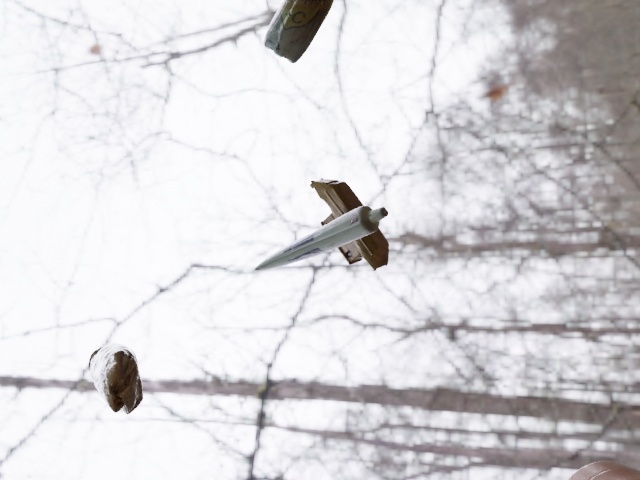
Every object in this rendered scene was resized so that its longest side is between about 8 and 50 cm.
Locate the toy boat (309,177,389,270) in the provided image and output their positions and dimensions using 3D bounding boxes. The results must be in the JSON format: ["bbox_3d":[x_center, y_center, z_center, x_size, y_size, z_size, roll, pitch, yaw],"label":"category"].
[{"bbox_3d":[0.047,-0.029,1.939,0.057,0.077,0.200,-17,-111,-53],"label":"toy boat"}]

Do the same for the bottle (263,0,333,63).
[{"bbox_3d":[-0.010,-0.449,1.975,0.083,0.083,0.270,15,-72,-53],"label":"bottle"}]

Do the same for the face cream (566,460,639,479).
[{"bbox_3d":[0.374,0.357,1.366,0.149,0.104,0.149,-1,-88,-14],"label":"face cream"}]

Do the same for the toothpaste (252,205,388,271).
[{"bbox_3d":[0.000,0.000,1.481,0.060,0.233,0.038,-26,-88,-52],"label":"toothpaste"}]

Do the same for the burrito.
[{"bbox_3d":[-0.276,0.179,1.481,0.059,0.275,0.082,3,-93,-16],"label":"burrito"}]
